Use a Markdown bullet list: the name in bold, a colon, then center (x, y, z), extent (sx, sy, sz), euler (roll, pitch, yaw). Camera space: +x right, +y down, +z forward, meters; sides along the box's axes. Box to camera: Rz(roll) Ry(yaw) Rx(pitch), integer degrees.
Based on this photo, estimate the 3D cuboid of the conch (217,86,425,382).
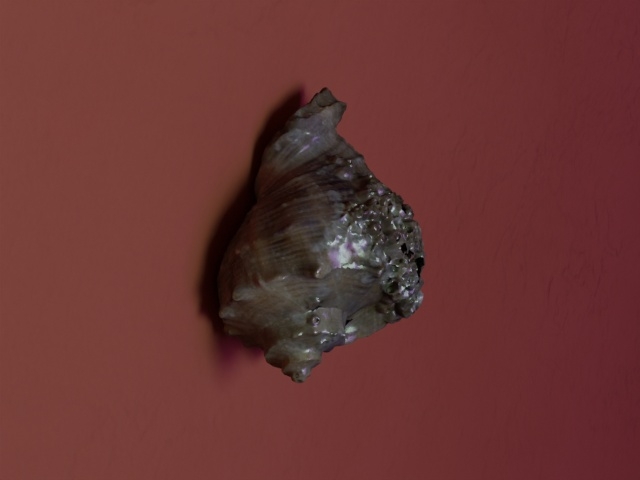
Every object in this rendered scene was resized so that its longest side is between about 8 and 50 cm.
- **conch**: center (0.000, 0.000, 1.419), extent (0.178, 0.163, 0.245), euler (116, -22, -64)
